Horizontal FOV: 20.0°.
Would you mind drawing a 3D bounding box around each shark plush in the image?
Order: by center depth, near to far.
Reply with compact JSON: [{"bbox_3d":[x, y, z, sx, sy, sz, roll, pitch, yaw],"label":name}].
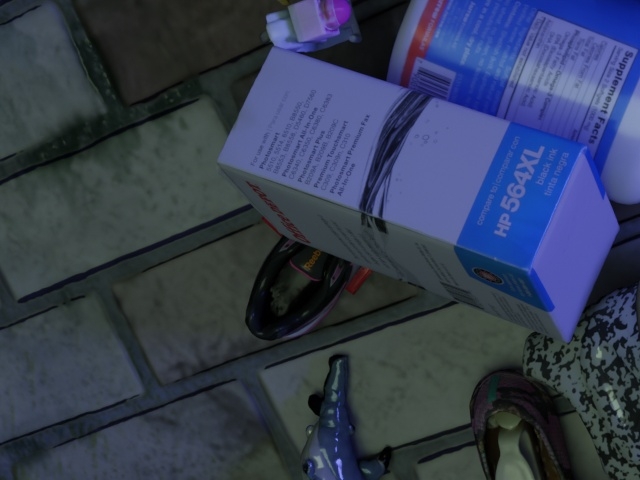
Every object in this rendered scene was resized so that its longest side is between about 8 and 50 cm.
[{"bbox_3d":[0.021,0.162,1.298,0.067,0.073,0.161,-6,87,2],"label":"shark plush"}]

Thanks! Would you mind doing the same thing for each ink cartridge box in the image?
[{"bbox_3d":[0.060,-0.027,1.079,0.203,0.148,0.085,21,79,22],"label":"ink cartridge box"}]

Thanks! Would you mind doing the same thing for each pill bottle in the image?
[{"bbox_3d":[0.161,-0.095,1.095,0.222,0.124,0.124,23,115,10],"label":"pill bottle"}]

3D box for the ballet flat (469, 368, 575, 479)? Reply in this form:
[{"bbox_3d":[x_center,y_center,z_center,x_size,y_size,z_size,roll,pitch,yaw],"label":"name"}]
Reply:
[{"bbox_3d":[0.150,0.196,1.231,0.077,0.079,0.221,-16,104,23],"label":"ballet flat"}]

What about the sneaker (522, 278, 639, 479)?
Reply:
[{"bbox_3d":[0.261,0.188,1.159,0.182,0.158,0.410,-20,100,34],"label":"sneaker"}]

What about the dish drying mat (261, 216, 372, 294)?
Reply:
[{"bbox_3d":[0.000,0.000,1.253,0.083,0.008,0.032,40,114,4],"label":"dish drying mat"}]

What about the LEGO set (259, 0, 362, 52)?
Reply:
[{"bbox_3d":[-0.015,-0.259,1.105,0.107,0.132,0.287,-16,97,15],"label":"LEGO set"}]

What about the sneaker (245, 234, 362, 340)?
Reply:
[{"bbox_3d":[0.009,0.001,1.204,0.072,0.077,0.178,31,107,5],"label":"sneaker"}]
